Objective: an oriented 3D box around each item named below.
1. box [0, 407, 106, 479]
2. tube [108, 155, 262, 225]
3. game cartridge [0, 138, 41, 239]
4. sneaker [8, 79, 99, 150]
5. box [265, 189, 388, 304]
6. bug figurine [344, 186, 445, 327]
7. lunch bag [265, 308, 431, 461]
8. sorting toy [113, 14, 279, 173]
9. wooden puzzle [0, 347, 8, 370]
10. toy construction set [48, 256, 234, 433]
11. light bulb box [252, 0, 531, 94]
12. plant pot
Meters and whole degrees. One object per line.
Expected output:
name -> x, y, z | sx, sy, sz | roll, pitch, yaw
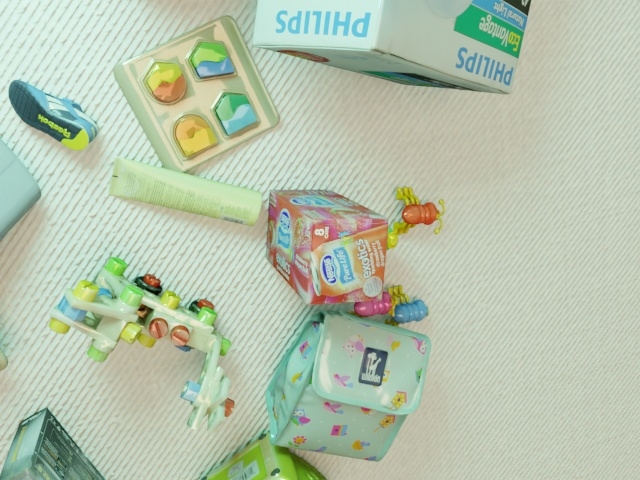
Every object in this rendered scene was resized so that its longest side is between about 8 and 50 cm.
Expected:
box -> -0.417, 0.413, 0.996 | 0.056, 0.183, 0.231 | -31, 111, -6
tube -> -0.216, -0.079, 0.991 | 0.240, 0.062, 0.070 | 12, 99, -18
game cartridge -> -0.556, -0.109, 0.843 | 0.294, 0.060, 0.196 | 42, 51, -20
sneaker -> -0.401, -0.192, 0.920 | 0.144, 0.059, 0.053 | 36, 124, -5
box -> 0.000, 0.000, 0.968 | 0.123, 0.257, 0.128 | 0, 104, -18
bug figurine -> 0.135, 0.049, 1.094 | 0.216, 0.072, 0.279 | -9, 109, -40
lunch bag -> 0.050, 0.247, 1.073 | 0.223, 0.160, 0.262 | 17, 117, -20
sorting toy -> -0.192, -0.229, 0.973 | 0.208, 0.038, 0.193 | -28, 110, -7
wooden puzzle -> -0.697, 0.123, 0.905 | 0.348, 0.080, 0.322 | -25, 109, -4
toy construction set -> -0.252, 0.149, 0.958 | 0.151, 0.215, 0.328 | -46, 111, 0
light bulb box -> 0.128, -0.414, 0.846 | 0.358, 0.225, 0.361 | -3, 107, -47
plant pot -> -0.094, 0.498, 1.092 | 0.228, 0.227, 0.207 | -34, 104, -5
